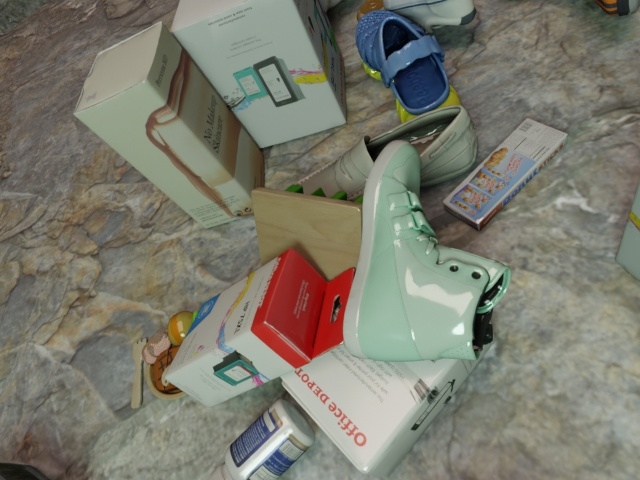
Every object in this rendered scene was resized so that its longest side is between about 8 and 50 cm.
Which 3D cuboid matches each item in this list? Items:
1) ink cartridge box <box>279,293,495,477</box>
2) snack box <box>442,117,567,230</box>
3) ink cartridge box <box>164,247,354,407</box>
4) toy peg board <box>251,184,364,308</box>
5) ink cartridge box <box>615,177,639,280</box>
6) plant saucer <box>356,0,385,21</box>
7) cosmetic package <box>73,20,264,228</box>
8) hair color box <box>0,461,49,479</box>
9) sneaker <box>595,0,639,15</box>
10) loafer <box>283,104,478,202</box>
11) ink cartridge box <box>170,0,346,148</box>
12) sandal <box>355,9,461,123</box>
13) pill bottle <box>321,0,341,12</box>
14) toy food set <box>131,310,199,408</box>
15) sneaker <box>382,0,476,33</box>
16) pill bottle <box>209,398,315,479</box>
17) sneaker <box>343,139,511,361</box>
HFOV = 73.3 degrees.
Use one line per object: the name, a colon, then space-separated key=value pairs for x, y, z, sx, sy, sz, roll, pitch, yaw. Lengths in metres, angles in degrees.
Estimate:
ink cartridge box: x=0.077 y=0.138 z=0.500 sx=0.203 sy=0.086 sz=0.148 roll=-48 pitch=52 yaw=-8
snack box: x=0.256 y=-0.095 z=0.599 sx=0.178 sy=0.022 sz=0.064 roll=-44 pitch=52 yaw=-5
ink cartridge box: x=-0.073 y=0.101 z=0.535 sx=0.231 sy=0.078 sz=0.134 roll=-32 pitch=24 yaw=28
toy peg board: x=0.000 y=0.000 z=0.603 sx=0.161 sy=0.161 sz=0.079 roll=12 pitch=33 yaw=27
ink cartridge box: x=0.381 y=-0.016 z=0.389 sx=0.128 sy=0.176 sz=0.127 roll=-35 pitch=52 yaw=2
plant saucer: x=0.115 y=-0.502 z=0.929 sx=0.083 sy=0.015 sz=0.083 roll=-13 pitch=56 yaw=19
cosmetic package: x=-0.219 y=-0.168 z=0.704 sx=0.129 sy=0.296 sz=0.153 roll=-16 pitch=55 yaw=18
hair color box: x=-0.464 y=0.500 z=0.524 sx=0.185 sy=0.113 sz=0.374 roll=9 pitch=66 yaw=30
sneaker: x=0.391 y=-0.438 z=0.701 sx=0.180 sy=0.124 sz=0.321 roll=-10 pitch=46 yaw=26
loafer: x=0.070 y=-0.108 z=0.641 sx=0.319 sy=0.111 sz=0.112 roll=-23 pitch=54 yaw=12
ink cartridge box: x=-0.088 y=-0.341 z=0.766 sx=0.197 sy=0.270 sz=0.198 roll=-12 pitch=56 yaw=18
sandal: x=0.137 y=-0.324 z=0.732 sx=0.126 sy=0.138 sz=0.317 roll=-30 pitch=50 yaw=9
pill bottle: x=0.002 y=-0.661 z=0.962 sx=0.210 sy=0.210 sz=0.363 roll=16 pitch=68 yaw=33
toy food set: x=-0.221 y=0.173 z=0.656 sx=0.192 sy=0.038 sz=0.132 roll=-23 pitch=53 yaw=12
sneaker: x=0.193 y=-0.434 z=0.803 sx=0.094 sy=0.091 sz=0.258 roll=-30 pitch=30 yaw=1
pill bottle: x=-0.070 y=0.254 z=0.512 sx=0.120 sy=0.067 sz=0.067 roll=-43 pitch=52 yaw=-4
sneaker: x=0.121 y=0.003 z=0.451 sx=0.151 sy=0.094 sz=0.256 roll=-2 pitch=66 yaw=31
